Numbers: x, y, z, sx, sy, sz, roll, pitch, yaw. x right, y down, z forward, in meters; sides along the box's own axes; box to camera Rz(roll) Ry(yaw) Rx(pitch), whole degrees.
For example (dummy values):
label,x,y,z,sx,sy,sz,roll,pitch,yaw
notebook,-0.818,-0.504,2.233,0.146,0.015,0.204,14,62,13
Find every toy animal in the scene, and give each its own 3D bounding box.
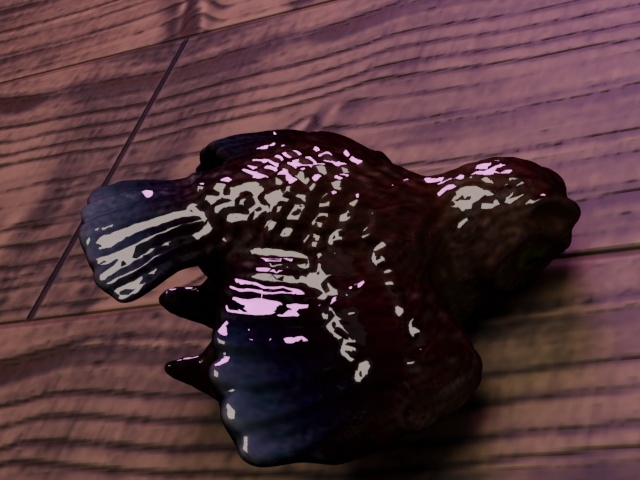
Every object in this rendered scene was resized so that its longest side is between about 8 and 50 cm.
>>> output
label,x,y,z,sx,sy,sz,roll,pitch,yaw
toy animal,0.008,-0.002,0.519,0.179,0.116,0.218,-27,29,10
